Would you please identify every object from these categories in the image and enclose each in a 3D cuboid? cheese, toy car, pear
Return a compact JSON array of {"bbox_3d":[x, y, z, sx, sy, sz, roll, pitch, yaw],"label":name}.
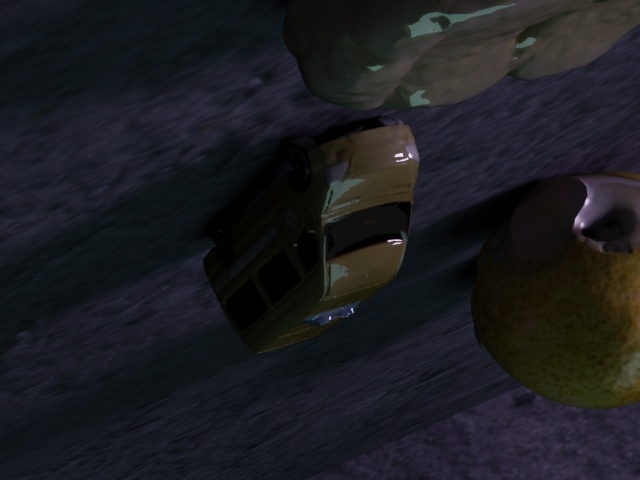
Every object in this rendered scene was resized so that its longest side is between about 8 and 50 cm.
[{"bbox_3d":[0.107,-0.155,1.095,0.263,0.093,0.159,-16,162,-23],"label":"cheese"},{"bbox_3d":[0.000,0.000,1.454,0.101,0.124,0.256,-16,167,-31],"label":"toy car"},{"bbox_3d":[0.294,0.055,1.902,0.271,0.271,0.271,-22,167,-5],"label":"pear"}]

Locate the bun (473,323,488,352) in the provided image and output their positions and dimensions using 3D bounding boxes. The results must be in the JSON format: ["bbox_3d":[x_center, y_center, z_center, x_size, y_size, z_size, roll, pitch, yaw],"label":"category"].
[{"bbox_3d":[0.313,0.057,2.172,0.287,0.146,0.287,-7,162,-2],"label":"bun"}]
